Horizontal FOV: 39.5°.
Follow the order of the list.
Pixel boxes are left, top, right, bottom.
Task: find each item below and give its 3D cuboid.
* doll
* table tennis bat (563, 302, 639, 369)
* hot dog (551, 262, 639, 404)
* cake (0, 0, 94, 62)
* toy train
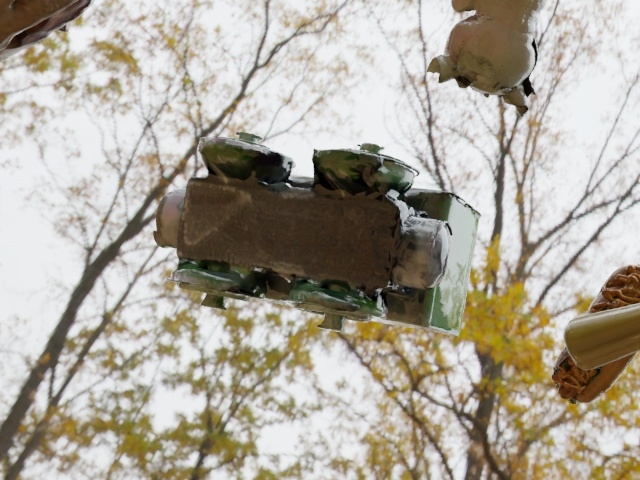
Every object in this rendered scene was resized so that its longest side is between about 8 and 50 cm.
[{"bbox_3d":[0.218,-0.254,1.073,0.149,0.095,0.192,8,-72,-26],"label":"doll"},{"bbox_3d":[0.352,0.052,0.779,0.050,0.198,0.320,7,-25,-41],"label":"table tennis bat"},{"bbox_3d":[0.328,0.102,1.006,0.072,0.188,0.055,33,1,30],"label":"hot dog"},{"bbox_3d":[-0.200,-0.182,0.399,0.198,0.196,0.293,40,-9,44],"label":"cake"},{"bbox_3d":[0.000,0.000,0.896,0.307,0.174,0.249,8,-6,26],"label":"toy train"}]
